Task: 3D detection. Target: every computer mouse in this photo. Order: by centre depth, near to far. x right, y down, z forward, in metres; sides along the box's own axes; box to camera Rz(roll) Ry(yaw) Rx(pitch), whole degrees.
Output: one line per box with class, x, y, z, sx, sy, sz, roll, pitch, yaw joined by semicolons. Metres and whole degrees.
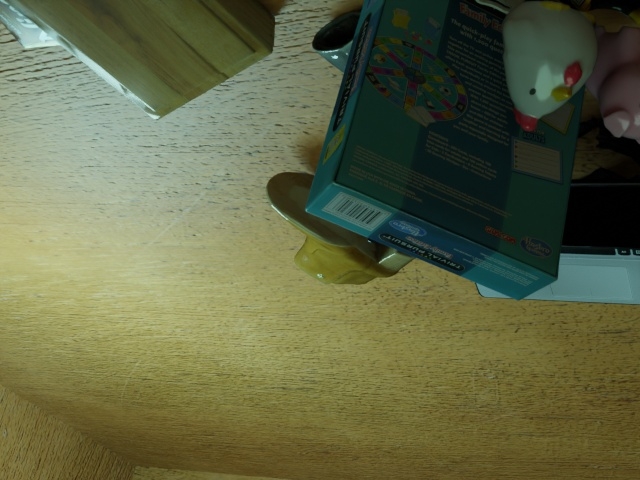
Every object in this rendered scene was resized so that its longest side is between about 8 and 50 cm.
computer mouse;0.361;-0.069;1.454;0.184;0.060;0.262;35;154;-15

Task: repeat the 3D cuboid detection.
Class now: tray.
tray;-0.262;-0.316;1.252;0.203;0.076;0.411;-25;134;30

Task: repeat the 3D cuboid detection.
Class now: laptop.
laptop;0.321;0.043;1.373;0.382;0.236;0.408;2;142;26

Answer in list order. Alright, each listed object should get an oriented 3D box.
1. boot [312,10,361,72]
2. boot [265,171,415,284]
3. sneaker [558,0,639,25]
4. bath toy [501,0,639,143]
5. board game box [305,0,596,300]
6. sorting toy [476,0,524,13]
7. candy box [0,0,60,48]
boot;0.119;-0.210;1.331;0.190;0.076;0.208;-12;136;39
boot;0.001;-0.001;1.742;0.295;0.104;0.211;23;152;-23
sneaker;0.254;-0.285;1.077;0.225;0.092;0.088;17;153;-3
bath toy;0.338;-0.152;1.124;0.348;0.129;0.151;10;-174;-25
board game box;0.148;-0.138;1.144;0.254;0.336;0.079;23;152;-14
sorting toy;0.191;-0.277;1.144;0.083;0.075;0.045;20;153;-8
candy box;-0.382;-0.326;1.374;0.109;0.053;0.186;1;148;25
